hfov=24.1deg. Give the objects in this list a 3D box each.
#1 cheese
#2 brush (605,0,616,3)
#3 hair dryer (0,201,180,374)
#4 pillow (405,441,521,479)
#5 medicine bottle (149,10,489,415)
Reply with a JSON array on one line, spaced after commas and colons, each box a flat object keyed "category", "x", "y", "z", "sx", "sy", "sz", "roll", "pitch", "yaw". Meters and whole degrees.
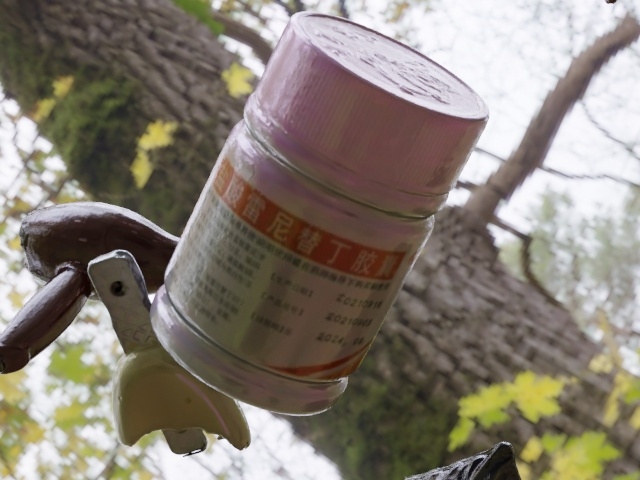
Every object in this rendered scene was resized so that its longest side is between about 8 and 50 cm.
[{"category": "cheese", "x": -0.160, "y": 0.114, "z": 1.444, "sx": 0.127, "sy": 0.050, "sz": 0.235, "roll": -15, "pitch": -65, "yaw": 9}, {"category": "brush", "x": 0.335, "y": -0.238, "z": 1.045, "sx": 0.321, "sy": 0.050, "sz": 0.060, "roll": -19, "pitch": -55, "yaw": 1}, {"category": "hair dryer", "x": -0.270, "y": 0.086, "z": 1.775, "sx": 0.340, "sy": 0.312, "sz": 0.123, "roll": -55, "pitch": -29, "yaw": -47}, {"category": "pillow", "x": 0.161, "y": 0.307, "z": 1.424, "sx": 0.055, "sy": 0.141, "sz": 0.208, "roll": -7, "pitch": -105, "yaw": -51}, {"category": "medicine bottle", "x": -0.005, "y": -0.023, "z": 1.348, "sx": 0.202, "sy": 0.202, "sz": 0.316, "roll": 3, "pitch": -60, "yaw": -48}]
